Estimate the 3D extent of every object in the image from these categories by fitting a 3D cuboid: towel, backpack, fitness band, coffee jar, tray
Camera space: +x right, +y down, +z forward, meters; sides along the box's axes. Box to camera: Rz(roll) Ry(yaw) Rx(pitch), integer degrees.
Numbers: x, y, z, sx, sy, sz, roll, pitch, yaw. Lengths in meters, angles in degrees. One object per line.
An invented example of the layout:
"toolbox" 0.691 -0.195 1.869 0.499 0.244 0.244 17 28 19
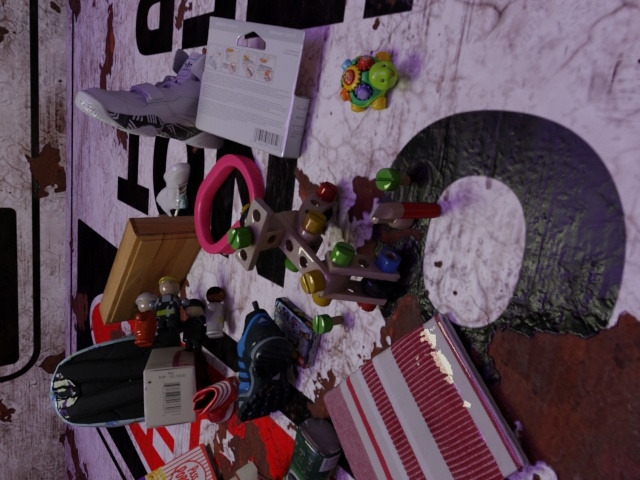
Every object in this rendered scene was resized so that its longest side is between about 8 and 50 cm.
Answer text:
"towel" 0.143 0.297 0.729 0.329 0.037 0.237 -48 56 37
"backpack" -0.628 0.438 1.380 0.273 0.355 0.291 -21 77 48
"fitness band" -0.235 -0.087 1.126 0.290 0.054 0.209 -38 62 43
"coffee jar" -0.019 0.453 0.890 0.096 0.079 0.185 35 118 42
"tray" -0.499 0.095 1.321 0.411 0.202 0.076 -53 56 37

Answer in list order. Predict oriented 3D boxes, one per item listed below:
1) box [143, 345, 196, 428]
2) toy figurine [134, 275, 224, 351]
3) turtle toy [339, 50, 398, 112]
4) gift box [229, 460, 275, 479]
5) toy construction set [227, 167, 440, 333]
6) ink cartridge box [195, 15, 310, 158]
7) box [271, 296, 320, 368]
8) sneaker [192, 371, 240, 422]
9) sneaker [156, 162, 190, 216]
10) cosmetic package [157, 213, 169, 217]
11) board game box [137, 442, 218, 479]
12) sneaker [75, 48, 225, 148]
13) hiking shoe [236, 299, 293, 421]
"box" -0.404 0.390 1.228 0.232 0.126 0.149 -177 86 -75
"toy figurine" -0.364 0.190 1.175 0.209 0.212 0.148 -35 50 41
"turtle toy" 0.078 -0.265 0.738 0.130 0.066 0.095 12 102 48
"gift box" -0.139 0.632 0.893 0.255 0.258 0.277 37 140 40
"toy construction set" 0.000 0.000 0.717 0.308 0.237 0.258 -34 68 44
"ink cartridge box" -0.142 -0.324 0.946 0.275 0.060 0.239 24 110 30
"box" -0.057 0.194 0.954 0.137 0.027 0.094 32 117 43
"sneaker" -0.284 0.416 1.154 0.087 0.128 0.221 56 130 30
"sneaker" -0.415 -0.142 1.320 0.094 0.080 0.212 58 139 13
"cosmetic package" -0.475 -0.033 1.408 0.115 0.041 0.060 35 118 42
"board game box" -0.387 0.685 1.248 0.147 0.193 0.045 53 160 31
"sneaker" -0.355 -0.340 1.019 0.137 0.365 0.211 24 104 35
"hiking shoe" -0.128 0.277 0.981 0.132 0.113 0.304 60 143 42
